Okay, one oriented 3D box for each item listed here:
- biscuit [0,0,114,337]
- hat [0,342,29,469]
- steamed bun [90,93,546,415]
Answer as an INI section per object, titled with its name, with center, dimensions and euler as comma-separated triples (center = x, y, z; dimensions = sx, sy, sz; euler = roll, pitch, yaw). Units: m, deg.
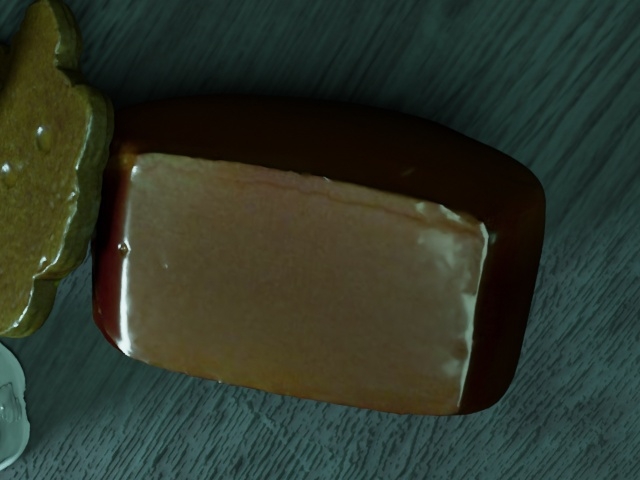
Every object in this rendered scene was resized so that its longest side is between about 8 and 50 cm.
[biscuit]
center = -0.245, -0.061, 1.327
dimensions = 0.041, 0.208, 0.290
euler = 4, 104, -43
[hat]
center = -0.366, 0.173, 1.433
dimensions = 0.203, 0.126, 0.203
euler = -2, 111, -4
[steamed bun]
center = 0.000, 0.000, 1.348
dimensions = 0.379, 0.248, 0.235
euler = 10, 107, 12
